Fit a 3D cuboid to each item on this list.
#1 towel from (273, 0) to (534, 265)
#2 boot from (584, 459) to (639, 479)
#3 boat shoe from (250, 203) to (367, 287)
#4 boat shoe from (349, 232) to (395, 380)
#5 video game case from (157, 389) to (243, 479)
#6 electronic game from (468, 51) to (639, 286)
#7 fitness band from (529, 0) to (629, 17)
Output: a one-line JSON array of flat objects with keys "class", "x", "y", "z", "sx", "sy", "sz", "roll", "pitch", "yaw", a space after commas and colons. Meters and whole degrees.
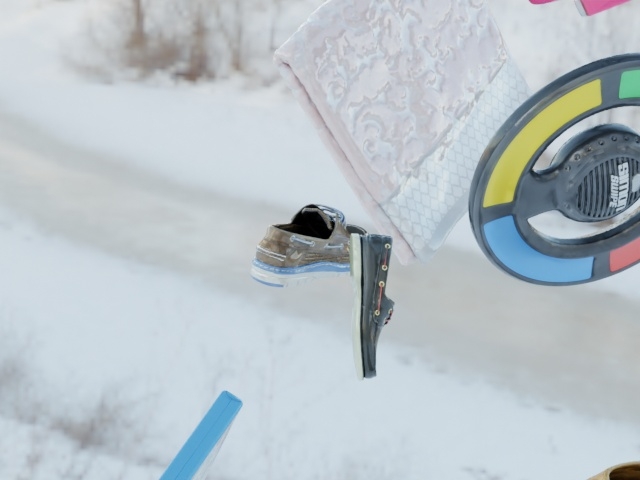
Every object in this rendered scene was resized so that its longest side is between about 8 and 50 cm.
[{"class": "towel", "x": 0.121, "y": -0.185, "z": 1.796, "sx": 0.053, "sy": 0.317, "sz": 0.332, "roll": -8, "pitch": 32, "yaw": 47}, {"class": "boot", "x": 0.285, "y": 0.261, "z": 1.247, "sx": 0.295, "sy": 0.104, "sz": 0.211, "roll": 15, "pitch": -36, "yaw": -32}, {"class": "boat shoe", "x": 0.000, "y": 0.000, "z": 1.534, "sx": 0.066, "sy": 0.066, "sz": 0.183, "roll": 21, "pitch": 20, "yaw": 25}, {"class": "boat shoe", "x": 0.047, "y": 0.059, "z": 1.342, "sx": 0.042, "sy": 0.133, "sz": 0.049, "roll": 2, "pitch": -7, "yaw": -6}, {"class": "video game case", "x": -0.094, "y": 0.162, "z": 0.799, "sx": 0.015, "sy": 0.166, "sz": 0.119, "roll": 33, "pitch": 52, "yaw": 4}, {"class": "electronic game", "x": 0.228, "y": -0.053, "z": 1.216, "sx": 0.229, "sy": 0.229, "sz": 0.048, "roll": 0, "pitch": 39, "yaw": -23}, {"class": "fitness band", "x": 0.351, "y": -0.321, "z": 1.600, "sx": 0.290, "sy": 0.054, "sz": 0.209, "roll": -19, "pitch": 21, "yaw": 25}]
